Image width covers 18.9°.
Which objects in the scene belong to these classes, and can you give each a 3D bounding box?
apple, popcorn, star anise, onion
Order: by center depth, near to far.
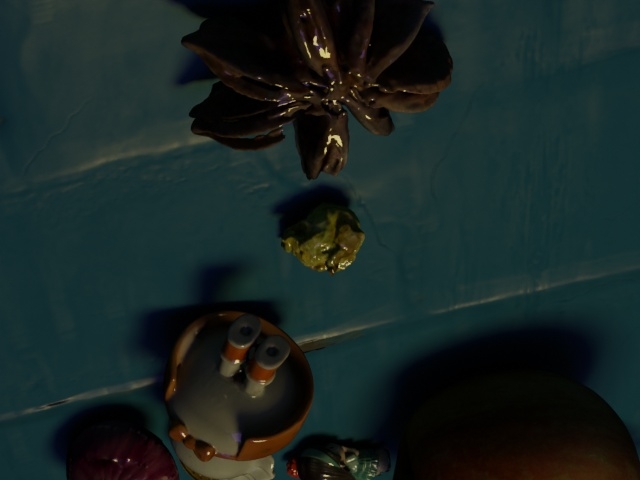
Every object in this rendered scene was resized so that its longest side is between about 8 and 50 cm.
[{"bbox_3d":[0.004,-0.130,1.475,0.236,0.093,0.229,-6,137,-21],"label":"star anise"},{"bbox_3d":[0.002,0.000,1.668,0.083,0.068,0.059,-21,107,45],"label":"popcorn"},{"bbox_3d":[-0.189,0.220,1.854,0.115,0.115,0.104,-50,177,37],"label":"onion"},{"bbox_3d":[0.195,0.257,1.917,0.234,0.257,0.257,1,140,-16],"label":"apple"}]

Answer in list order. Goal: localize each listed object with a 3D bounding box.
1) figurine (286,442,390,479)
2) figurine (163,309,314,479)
[{"bbox_3d":[0.020,0.233,1.994,0.106,0.047,0.060,3,176,-36],"label":"figurine"},{"bbox_3d":[-0.089,0.160,1.774,0.143,0.143,0.271,5,137,-27],"label":"figurine"}]
